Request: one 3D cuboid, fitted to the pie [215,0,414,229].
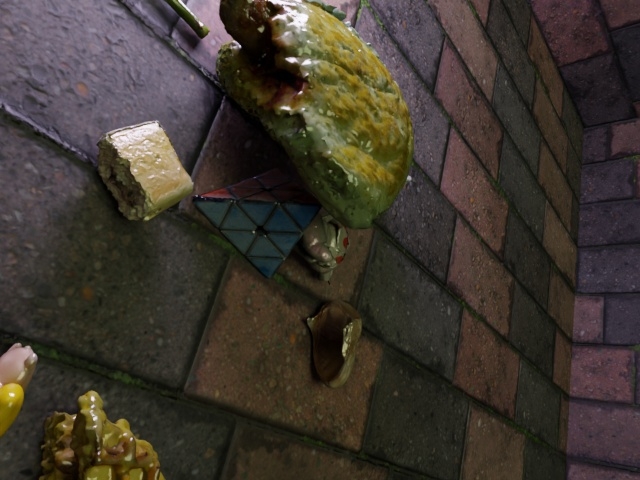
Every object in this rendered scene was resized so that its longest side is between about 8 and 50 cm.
[{"bbox_3d":[0.022,-0.222,0.897,0.395,0.180,0.418,-25,83,-54],"label":"pie"}]

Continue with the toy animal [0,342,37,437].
[{"bbox_3d":[-0.366,0.162,0.556,0.081,0.091,0.115,30,64,-28],"label":"toy animal"}]

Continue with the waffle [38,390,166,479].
[{"bbox_3d":[-0.313,0.346,0.549,0.324,0.151,0.261,-33,107,-45],"label":"waffle"}]

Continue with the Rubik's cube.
[{"bbox_3d":[-0.076,-0.006,0.881,0.211,0.190,0.178,-27,123,-43],"label":"Rubik's cube"}]

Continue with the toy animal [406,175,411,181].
[{"bbox_3d":[0.108,-0.136,1.127,0.220,0.103,0.131,26,65,-44],"label":"toy animal"}]

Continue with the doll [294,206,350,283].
[{"bbox_3d":[0.000,0.000,0.972,0.192,0.095,0.150,40,50,-71],"label":"doll"}]

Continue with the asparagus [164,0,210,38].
[{"bbox_3d":[-0.265,-0.405,0.784,0.024,0.025,0.248,-45,131,8],"label":"asparagus"}]

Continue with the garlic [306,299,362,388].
[{"bbox_3d":[0.031,0.203,1.016,0.124,0.098,0.175,42,58,-62],"label":"garlic"}]

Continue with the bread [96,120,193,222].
[{"bbox_3d":[-0.251,-0.095,0.724,0.125,0.082,0.106,63,34,-9],"label":"bread"}]
